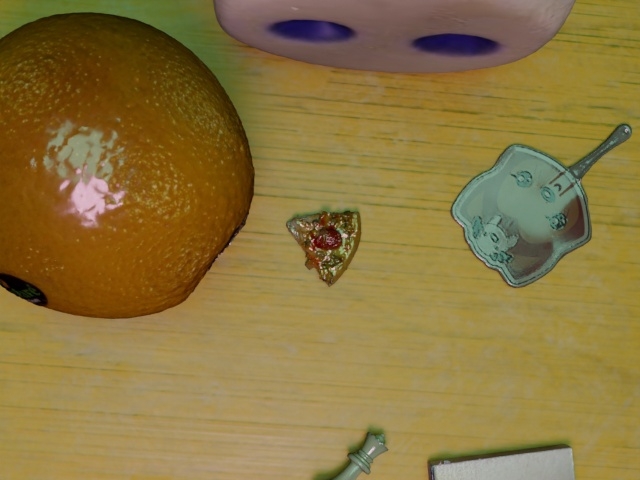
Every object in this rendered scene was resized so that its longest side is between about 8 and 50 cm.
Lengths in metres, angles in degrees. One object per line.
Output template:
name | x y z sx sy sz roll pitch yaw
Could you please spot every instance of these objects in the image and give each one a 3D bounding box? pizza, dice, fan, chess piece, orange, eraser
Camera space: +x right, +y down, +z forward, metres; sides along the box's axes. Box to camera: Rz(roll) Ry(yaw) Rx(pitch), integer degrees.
pizza | 0.000 0.000 0.945 0.078 0.025 0.083 20 86 -5
dice | 0.062 -0.310 0.830 0.304 0.304 0.277 3 86 -4
fan | 0.246 -0.053 0.975 0.220 0.009 0.132 -38 90 -5
chess piece | 0.034 0.231 0.928 0.042 0.042 0.093 44 79 -1
orange | -0.193 -0.065 0.816 0.274 0.274 0.274 0 86 -4
eraser | 0.189 0.267 0.943 0.150 0.023 0.104 -6 87 -5
